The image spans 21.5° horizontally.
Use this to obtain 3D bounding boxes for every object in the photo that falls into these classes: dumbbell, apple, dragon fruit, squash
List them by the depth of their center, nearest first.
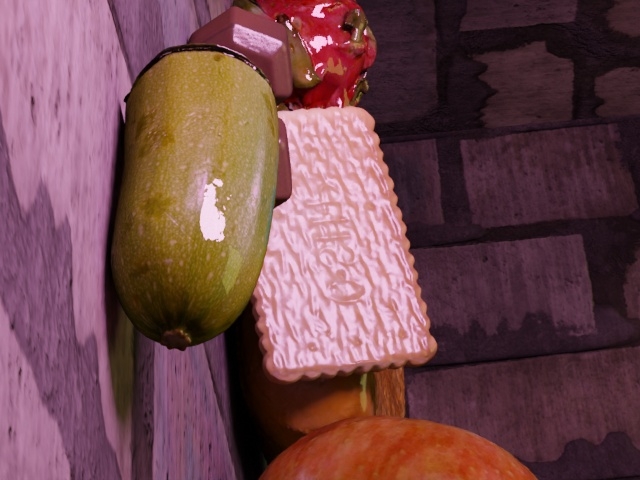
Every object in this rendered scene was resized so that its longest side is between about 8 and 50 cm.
[{"bbox_3d":[-0.066,-0.017,0.910,0.188,0.095,0.095,-93,177,-49],"label":"squash"},{"bbox_3d":[-0.063,-0.099,1.286,0.231,0.082,0.092,-92,177,-60],"label":"dumbbell"},{"bbox_3d":[0.060,0.286,1.286,0.309,0.277,0.250,53,35,-34],"label":"apple"},{"bbox_3d":[-0.023,-0.201,1.798,0.160,0.167,0.172,-43,-126,42],"label":"dragon fruit"}]

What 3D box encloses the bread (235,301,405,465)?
[{"bbox_3d":[-0.001,0.112,1.615,0.337,0.148,0.328,72,18,-56],"label":"bread"}]

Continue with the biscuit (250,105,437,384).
[{"bbox_3d":[0.000,0.000,1.450,0.030,0.160,0.249,127,-48,-59],"label":"biscuit"}]
